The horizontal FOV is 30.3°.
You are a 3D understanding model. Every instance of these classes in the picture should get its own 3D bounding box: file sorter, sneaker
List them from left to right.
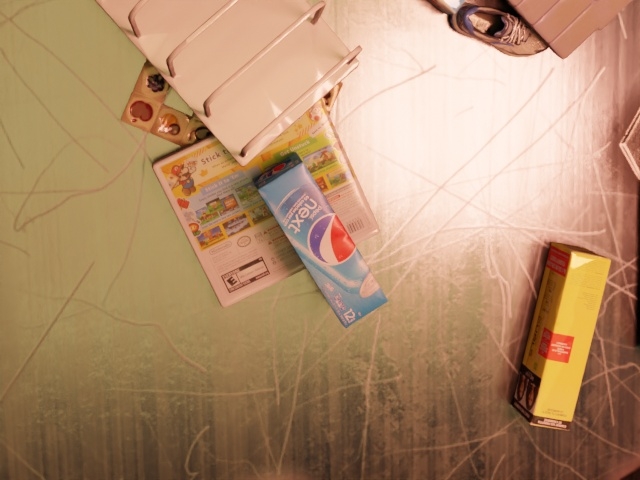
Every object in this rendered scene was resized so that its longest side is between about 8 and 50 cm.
[{"bbox_3d":[-0.109,-0.255,1.359,0.193,0.173,0.278,-42,93,-2],"label":"file sorter"},{"bbox_3d":[0.232,-0.263,1.487,0.135,0.058,0.052,12,97,-11],"label":"sneaker"}]

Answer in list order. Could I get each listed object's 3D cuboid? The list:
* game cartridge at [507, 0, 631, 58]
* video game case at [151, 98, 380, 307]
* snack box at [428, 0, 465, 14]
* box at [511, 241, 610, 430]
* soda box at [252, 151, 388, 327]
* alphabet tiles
[{"bbox_3d":[0.350,-0.406,1.389,0.355,0.068,0.230,-43,129,12],"label":"game cartridge"},{"bbox_3d":[-0.066,-0.053,1.488,0.227,0.026,0.206,-26,106,-2],"label":"video game case"},{"bbox_3d":[0.189,-0.461,1.446,0.187,0.060,0.322,38,92,-11],"label":"snack box"},{"bbox_3d":[0.314,0.124,1.550,0.058,0.087,0.232,11,99,-10],"label":"box"},{"bbox_3d":[0.000,0.000,1.460,0.067,0.071,0.210,-33,106,0],"label":"soda box"},{"bbox_3d":[-0.101,-0.192,1.476,0.237,0.009,0.198,24,95,-12],"label":"alphabet tiles"}]
